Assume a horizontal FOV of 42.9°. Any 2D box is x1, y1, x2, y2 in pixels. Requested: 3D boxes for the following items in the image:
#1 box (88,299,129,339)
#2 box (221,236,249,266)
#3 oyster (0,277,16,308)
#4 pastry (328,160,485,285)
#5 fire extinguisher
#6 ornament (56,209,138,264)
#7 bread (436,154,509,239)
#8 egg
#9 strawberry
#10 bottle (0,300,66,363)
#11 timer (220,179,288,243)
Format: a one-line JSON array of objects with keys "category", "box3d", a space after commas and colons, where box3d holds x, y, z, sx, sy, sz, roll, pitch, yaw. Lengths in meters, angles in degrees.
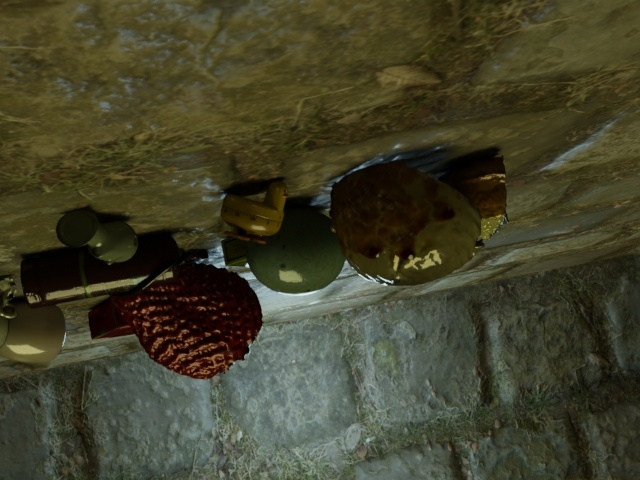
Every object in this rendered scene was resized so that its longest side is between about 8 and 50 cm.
[{"category": "box", "box3d": [-0.465, 0.203, 2.280, 0.313, 0.089, 0.197, -5, 169, -36]}, {"category": "box", "box3d": [-0.093, 0.016, 1.767, 0.141, 0.064, 0.220, -18, 166, 29]}, {"category": "oyster", "box3d": [-0.695, 0.110, 1.672, 0.200, 0.061, 0.106, -21, 149, 29]}, {"category": "pastry", "box3d": [0.134, -0.008, 1.410, 0.256, 0.170, 0.237, -3, 150, 46]}, {"category": "fire extinguisher", "box3d": [-0.382, 0.055, 1.552, 0.341, 0.105, 0.141, -10, -176, -9]}, {"category": "ornament", "box3d": [-0.357, -0.002, 1.334, 0.075, 0.081, 0.156, -11, 166, 12]}, {"category": "bread", "box3d": [0.275, -0.073, 1.540, 0.134, 0.129, 0.260, -6, 169, 5]}, {"category": "egg", "box3d": [-0.045, 0.020, 1.548, 0.169, 0.169, 0.236, -17, 168, 27]}, {"category": "strawberry", "box3d": [-0.327, 0.165, 1.847, 0.312, 0.267, 0.351, -13, 147, 40]}, {"category": "bottle", "box3d": [-0.724, 0.206, 1.877, 0.147, 0.147, 0.236, -19, 160, 34]}, {"category": "timer", "box3d": [-0.109, -0.054, 1.357, 0.107, 0.109, 0.107, 16, -179, 0]}]
